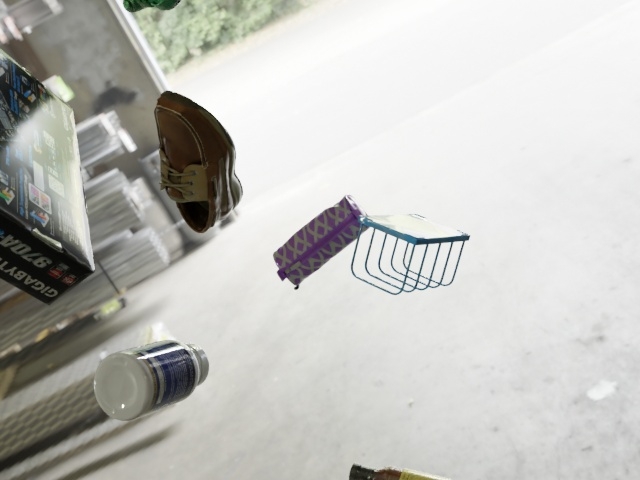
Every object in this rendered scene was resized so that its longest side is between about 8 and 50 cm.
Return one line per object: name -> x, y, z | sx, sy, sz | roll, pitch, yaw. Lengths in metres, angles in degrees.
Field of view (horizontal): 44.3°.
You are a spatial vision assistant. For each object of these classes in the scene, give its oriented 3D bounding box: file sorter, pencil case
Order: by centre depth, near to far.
file sorter -> 0.147, 0.022, 1.318 | 0.118, 0.104, 0.170 | 25, 18, 36
pencil case -> 0.000, 0.000, 1.485 | 0.206, 0.086, 0.088 | -41, -2, 15

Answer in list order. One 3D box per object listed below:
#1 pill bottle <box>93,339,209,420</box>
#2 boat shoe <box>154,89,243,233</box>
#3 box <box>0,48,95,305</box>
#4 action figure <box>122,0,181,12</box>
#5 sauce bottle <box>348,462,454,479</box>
pill bottle -> -0.232, 0.192, 1.117 | 0.094, 0.094, 0.169 | -19, -6, 24
boat shoe -> -0.216, -0.117, 1.356 | 0.123, 0.324, 0.120 | 22, 65, 21
box -> -0.260, -0.078, 0.601 | 0.051, 0.175, 0.220 | -34, 47, 12
action figure -> -0.152, -0.352, 0.944 | 0.232, 0.137, 0.063 | -34, 6, 16
sauce bottle -> 0.096, 0.281, 0.897 | 0.128, 0.042, 0.042 | 7, 35, 24
